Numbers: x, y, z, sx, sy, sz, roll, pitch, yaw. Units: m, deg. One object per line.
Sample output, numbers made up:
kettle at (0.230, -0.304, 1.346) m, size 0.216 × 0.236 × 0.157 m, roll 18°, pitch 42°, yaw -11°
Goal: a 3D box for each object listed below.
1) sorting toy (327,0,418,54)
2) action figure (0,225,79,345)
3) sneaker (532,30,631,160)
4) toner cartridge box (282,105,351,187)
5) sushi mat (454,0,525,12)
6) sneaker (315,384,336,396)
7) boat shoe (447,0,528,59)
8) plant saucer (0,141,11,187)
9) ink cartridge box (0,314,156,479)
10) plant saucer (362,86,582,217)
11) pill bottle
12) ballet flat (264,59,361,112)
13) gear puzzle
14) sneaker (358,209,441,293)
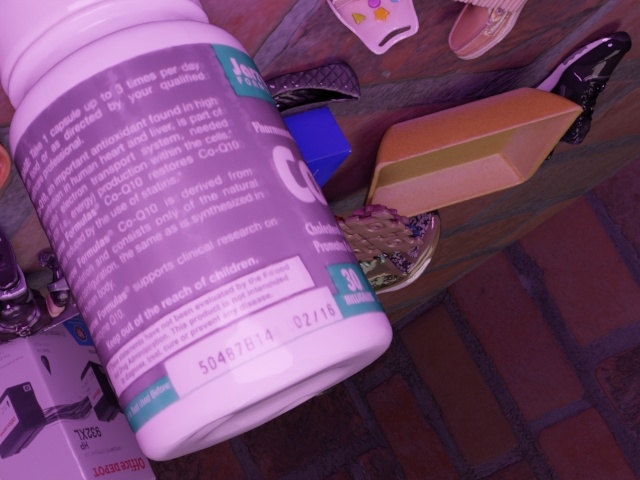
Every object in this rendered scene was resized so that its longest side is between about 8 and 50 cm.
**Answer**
sorting toy at (0.062, -0.232, 0.919) m, size 0.083 × 0.075 × 0.045 m, roll -29°, pitch 166°, yaw 8°
action figure at (-0.396, 0.073, 1.137) m, size 0.185 × 0.099 × 0.285 m, roll -32°, pitch 172°, yaw -13°
sneaker at (0.440, -0.236, 1.540) m, size 0.107 × 0.124 × 0.283 m, roll -18°, pitch 163°, yaw -38°
toner cartridge box at (-0.106, -0.051, 1.267) m, size 0.165 × 0.075 × 0.348 m, roll -18°, pitch 163°, yaw -33°
sushi mat at (0.213, -0.331, 0.861) m, size 0.151 × 0.019 × 0.316 m, roll -2°, pitch 153°, yaw -26°
sneaker at (-0.194, 0.231, 1.947) m, size 0.447 × 0.169 × 0.257 m, roll 15°, pitch -177°, yaw -32°
boat shoe at (0.201, -0.288, 1.037) m, size 0.072 × 0.068 × 0.190 m, roll 2°, pitch 141°, yaw -40°
plant saucer at (-0.381, -0.052, 0.805) m, size 0.200 × 0.037 × 0.200 m, roll -26°, pitch 167°, yaw -6°
ink cartridge box at (-0.399, 0.261, 1.354) m, size 0.129 × 0.307 × 0.223 m, roll -29°, pitch 167°, yaw 7°
plant saucer at (0.221, -0.141, 1.490) m, size 0.333 × 0.081 × 0.333 m, roll -17°, pitch 164°, yaw -7°
pill bottle at (-0.112, -0.035, 0.694) m, size 0.204 × 0.361 × 0.204 m, roll -26°, pitch 167°, yaw -7°
ballet flat at (-0.030, -0.165, 1.044) m, size 0.173 × 0.049 × 0.057 m, roll -23°, pitch 165°, yaw -19°
gear puzzle at (0.000, 0.000, 1.565) m, size 0.339 × 0.044 × 0.175 m, roll -14°, pitch 154°, yaw 26°
sneaker at (0.065, 0.047, 1.860) m, size 0.410 × 0.158 × 0.182 m, roll -36°, pitch 153°, yaw 19°
